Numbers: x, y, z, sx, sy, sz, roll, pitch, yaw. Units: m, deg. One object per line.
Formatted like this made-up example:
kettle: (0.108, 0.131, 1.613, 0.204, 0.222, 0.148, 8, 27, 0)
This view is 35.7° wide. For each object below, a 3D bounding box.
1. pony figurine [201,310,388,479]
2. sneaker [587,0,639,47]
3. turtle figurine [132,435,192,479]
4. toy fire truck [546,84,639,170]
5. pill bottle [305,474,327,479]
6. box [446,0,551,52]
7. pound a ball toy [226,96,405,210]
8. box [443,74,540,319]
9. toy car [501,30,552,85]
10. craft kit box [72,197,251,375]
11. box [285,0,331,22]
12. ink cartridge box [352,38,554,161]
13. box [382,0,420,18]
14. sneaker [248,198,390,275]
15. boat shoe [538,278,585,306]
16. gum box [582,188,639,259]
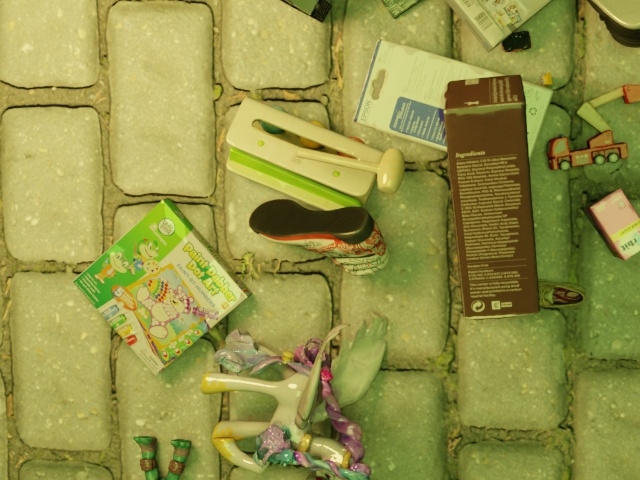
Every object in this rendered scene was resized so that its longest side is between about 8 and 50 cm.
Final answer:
pony figurine: (-0.034, 0.291, 1.826, 0.363, 0.303, 0.351, 14, 96, 26)
sneaker: (0.496, -0.448, 1.750, 0.104, 0.147, 0.296, -37, 61, 11)
turtle figurine: (-0.318, 0.505, 1.942, 0.175, 0.118, 0.234, 5, 82, -9)
toy fire truck: (0.502, -0.205, 1.801, 0.192, 0.047, 0.135, -9, 96, 8)
pill bottle: (0.083, 0.565, 1.884, 0.283, 0.160, 0.160, 19, 99, 3)
box: (0.326, -0.448, 1.766, 0.186, 0.038, 0.145, -40, 91, -8)
pound a ball toy: (-0.002, -0.164, 1.781, 0.319, 0.208, 0.136, 22, 69, 3)
box: (0.298, -0.077, 1.719, 0.143, 0.191, 0.381, -6, 113, 12)
toy car: (0.367, -0.324, 1.802, 0.060, 0.040, 0.122, -27, 91, -13)
craft kit box: (-0.305, 0.090, 1.920, 0.246, 0.061, 0.250, -41, 92, 7)
box: (-0.075, -0.453, 1.758, 0.184, 0.191, 0.045, 28, 100, 3)
ink cartridge box: (0.239, -0.245, 1.815, 0.333, 0.065, 0.165, 18, 100, 2)
box: (0.151, -0.457, 1.820, 0.083, 0.018, 0.067, -34, 93, 9)
sneaker: (0.000, 0.001, 1.854, 0.270, 0.145, 0.090, 4, 57, 34)
boat shoe: (0.426, 0.099, 1.847, 0.135, 0.045, 0.050, -2, 97, 6)
gum box: (0.523, -0.028, 1.754, 0.062, 0.188, 0.107, -33, 85, 9)
